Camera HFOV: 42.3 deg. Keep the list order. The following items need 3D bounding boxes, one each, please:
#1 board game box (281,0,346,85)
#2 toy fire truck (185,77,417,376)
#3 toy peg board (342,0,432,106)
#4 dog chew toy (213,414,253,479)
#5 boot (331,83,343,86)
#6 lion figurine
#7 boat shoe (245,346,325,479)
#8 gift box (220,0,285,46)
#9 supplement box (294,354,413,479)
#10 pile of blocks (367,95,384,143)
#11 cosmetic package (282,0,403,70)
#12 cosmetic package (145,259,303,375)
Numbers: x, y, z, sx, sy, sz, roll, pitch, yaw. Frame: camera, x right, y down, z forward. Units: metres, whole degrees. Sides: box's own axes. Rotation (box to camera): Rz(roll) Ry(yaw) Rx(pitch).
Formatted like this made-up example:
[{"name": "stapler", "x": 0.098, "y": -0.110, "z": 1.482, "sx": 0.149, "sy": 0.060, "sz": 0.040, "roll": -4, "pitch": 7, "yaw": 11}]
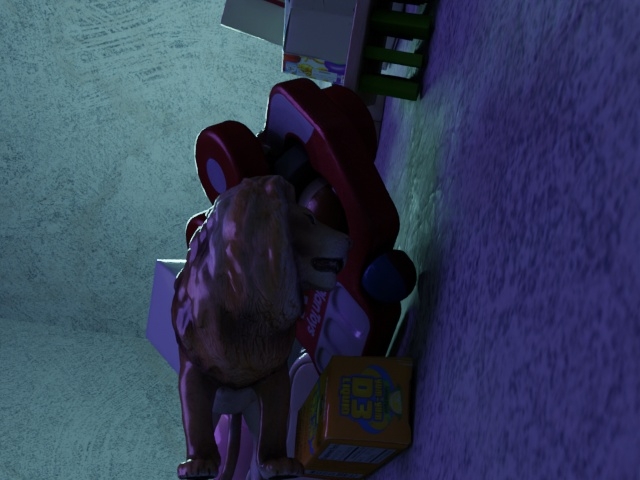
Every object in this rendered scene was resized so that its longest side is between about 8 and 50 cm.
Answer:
[{"name": "board game box", "x": 0.017, "y": -0.428, "z": 1.467, "sx": 0.275, "sy": 0.142, "sz": 0.144, "roll": 98, "pitch": -175, "yaw": -59}, {"name": "toy fire truck", "x": 0.000, "y": 0.000, "z": 0.848, "sx": 0.254, "sy": 0.169, "sz": 0.302, "roll": 49, "pitch": 145, "yaw": 27}, {"name": "toy peg board", "x": 0.087, "y": -0.226, "z": 0.936, "sx": 0.160, "sy": 0.079, "sz": 0.161, "roll": -39, "pitch": -39, "yaw": -73}, {"name": "dog chew toy", "x": -0.119, "y": 0.329, "z": 1.643, "sx": 0.206, "sy": 0.207, "sz": 0.331, "roll": -101, "pitch": 28, "yaw": -78}, {"name": "boot", "x": 0.044, "y": -0.369, "z": 1.881, "sx": 0.121, "sy": 0.045, "sz": 0.099, "roll": 92, "pitch": -173, "yaw": -62}, {"name": "lion figurine", "x": -0.083, "y": 0.120, "z": 0.789, "sx": 0.392, "sy": 0.142, "sz": 0.240, "roll": 124, "pitch": 146, "yaw": -59}, {"name": "boat shoe", "x": -0.016, "y": 0.251, "z": 1.077, "sx": 0.095, "sy": 0.112, "sz": 0.335, "roll": -56, "pitch": -14, "yaw": -56}, {"name": "gift box", "x": -0.033, "y": -0.545, "z": 1.748, "sx": 0.276, "sy": 0.258, "sz": 0.255, "roll": -69, "pitch": -1, "yaw": -60}, {"name": "supplement box", "x": 0.026, "y": 0.174, "z": 0.783, "sx": 0.233, "sy": 0.080, "sz": 0.078, "roll": 114, "pitch": 162, "yaw": -64}, {"name": "pile of blocks", "x": 0.009, "y": -0.085, "z": 1.302, "sx": 0.149, "sy": 0.113, "sz": 0.362, "roll": -87, "pitch": 8, "yaw": -55}, {"name": "cosmetic package", "x": 0.045, "y": -0.417, "z": 1.209, "sx": 0.113, "sy": 0.160, "sz": 0.309, "roll": 110, "pitch": 167, "yaw": -66}, {"name": "cosmetic package", "x": -0.114, "y": 0.123, "z": 1.241, "sx": 0.224, "sy": 0.225, "sz": 0.138, "roll": 30, "pitch": 115, "yaw": 54}]
